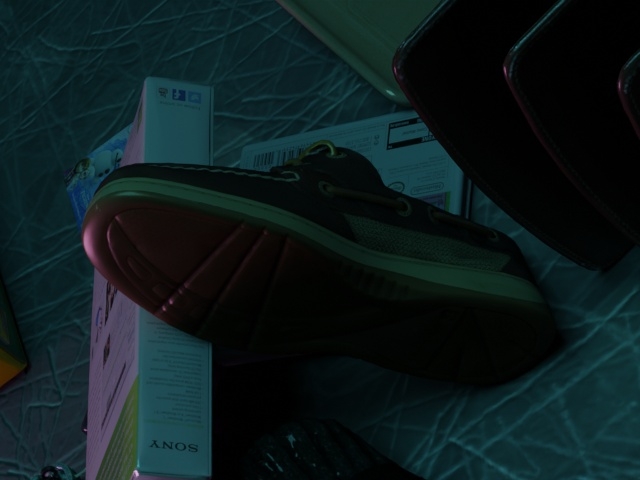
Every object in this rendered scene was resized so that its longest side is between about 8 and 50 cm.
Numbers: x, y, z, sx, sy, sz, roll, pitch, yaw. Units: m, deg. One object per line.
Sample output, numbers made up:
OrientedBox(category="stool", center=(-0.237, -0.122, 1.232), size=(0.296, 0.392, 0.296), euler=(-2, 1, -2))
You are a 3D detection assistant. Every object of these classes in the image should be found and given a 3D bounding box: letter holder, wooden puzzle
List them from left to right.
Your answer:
OrientedBox(category="wooden puzzle", center=(0.096, -0.234, 1.533), size=(0.239, 0.044, 0.221), euler=(-44, 47, 0))
OrientedBox(category="letter holder", center=(0.212, -0.069, 1.166), size=(0.214, 0.302, 0.152), euler=(-45, 47, 5))

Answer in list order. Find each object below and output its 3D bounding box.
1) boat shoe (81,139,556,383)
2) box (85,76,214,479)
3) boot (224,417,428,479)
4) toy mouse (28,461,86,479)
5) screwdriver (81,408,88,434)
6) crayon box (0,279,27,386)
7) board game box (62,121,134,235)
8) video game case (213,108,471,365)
OrientedBox(category="boat shoe", center=(0.000, 0.000, 1.280), size=(0.123, 0.342, 0.123), euler=(124, 151, -41))
OrientedBox(category="box", center=(-0.127, 0.076, 1.383), size=(0.232, 0.059, 0.322), euler=(117, 157, -55))
OrientedBox(category="boot", center=(-0.015, 0.256, 1.182), size=(0.260, 0.131, 0.348), euler=(21, 36, 38))
OrientedBox(category="toy mouse", center=(-0.191, 0.220, 1.469), size=(0.161, 0.031, 0.143), euler=(10, 70, 39))
OrientedBox(category="screwdriver", center=(-0.148, 0.086, 1.534), size=(0.024, 0.025, 0.170), euler=(9, 61, 40))
OrientedBox(category="crayon box", center=(-0.450, 0.053, 1.706), size=(0.313, 0.106, 0.363), euler=(-37, 48, 12))
OrientedBox(category="board game box", center=(-0.175, -0.048, 1.627), size=(0.090, 0.020, 0.090), euler=(-34, 49, 13))
OrientedBox(category="video game case", center=(0.018, -0.005, 1.459), size=(0.212, 0.023, 0.193), euler=(-10, 58, 30))
